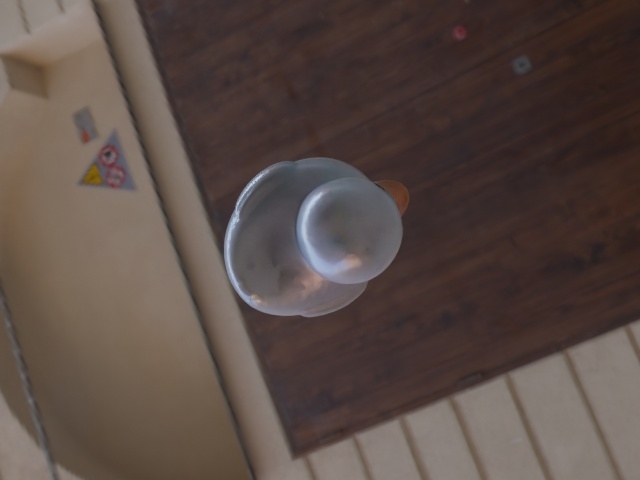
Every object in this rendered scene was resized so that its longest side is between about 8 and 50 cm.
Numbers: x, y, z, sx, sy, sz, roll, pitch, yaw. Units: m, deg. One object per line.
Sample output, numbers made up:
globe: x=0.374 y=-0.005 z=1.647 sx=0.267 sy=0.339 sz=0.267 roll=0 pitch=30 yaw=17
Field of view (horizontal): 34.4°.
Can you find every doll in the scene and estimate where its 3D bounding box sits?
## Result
doll: x=0.000 y=0.000 z=1.311 sx=0.221 sy=0.251 sz=0.221 roll=60 pitch=178 yaw=3
